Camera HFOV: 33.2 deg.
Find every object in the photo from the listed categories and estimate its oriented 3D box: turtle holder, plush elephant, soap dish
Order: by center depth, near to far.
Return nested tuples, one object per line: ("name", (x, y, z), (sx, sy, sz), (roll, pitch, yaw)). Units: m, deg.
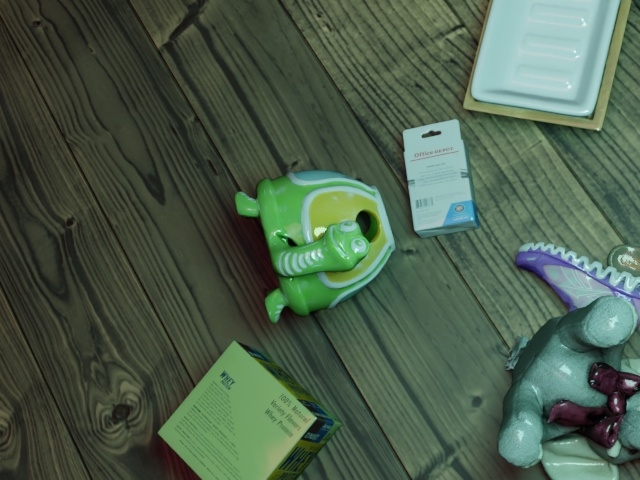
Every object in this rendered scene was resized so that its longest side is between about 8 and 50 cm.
("plush elephant", (0.410, 0.244, 1.572), (0.255, 0.330, 0.272), (35, 91, -1))
("turtle holder", (-0.004, -0.015, 1.731), (0.227, 0.320, 0.243), (-16, 69, 0))
("soap dish", (0.384, -0.327, 1.782), (0.228, 0.118, 0.291), (12, 80, 20))

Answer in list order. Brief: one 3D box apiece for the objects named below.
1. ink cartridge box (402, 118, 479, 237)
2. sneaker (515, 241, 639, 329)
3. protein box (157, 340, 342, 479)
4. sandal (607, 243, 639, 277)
("ink cartridge box", (0.203, -0.104, 1.817), (0.104, 0.060, 0.180), (-10, 74, 17))
("sneaker", (0.406, 0.079, 1.682), (0.236, 0.095, 0.105), (23, 87, 26))
("protein box", (-0.115, 0.312, 1.779), (0.200, 0.136, 0.201), (40, 92, 23))
("sandal", (0.537, 0.043, 1.676), (0.180, 0.049, 0.072), (12, 81, 21))
